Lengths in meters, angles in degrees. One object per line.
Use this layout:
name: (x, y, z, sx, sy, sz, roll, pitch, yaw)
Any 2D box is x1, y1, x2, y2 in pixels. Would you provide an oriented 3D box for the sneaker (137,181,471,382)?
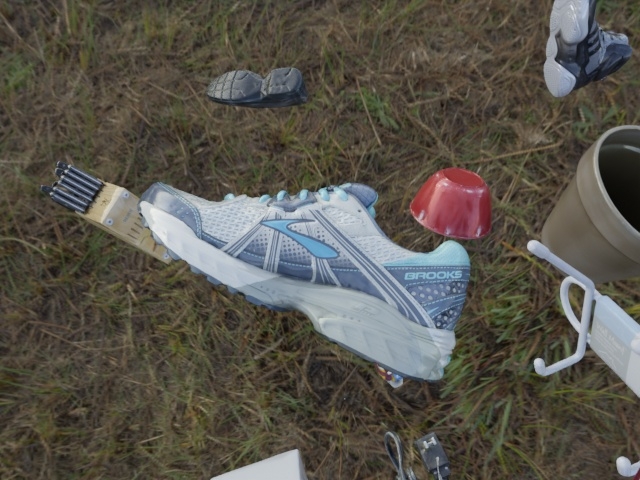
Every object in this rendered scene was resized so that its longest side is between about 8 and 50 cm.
sneaker: (-0.012, 0.004, 0.447, 0.283, 0.110, 0.122, 25, 84, 8)

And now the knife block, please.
knife block: (-0.470, -0.066, 1.205, 0.242, 0.275, 0.088, 17, 73, 41)

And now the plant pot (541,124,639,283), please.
plant pot: (0.653, -0.040, 1.182, 0.323, 0.280, 0.323, 6, 61, -12)

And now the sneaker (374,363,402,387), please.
sneaker: (0.125, 0.193, 0.927, 0.069, 0.185, 0.084, -25, 58, -4)

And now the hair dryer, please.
hair dryer: (0.126, 0.370, 0.611, 0.080, 0.223, 0.293, -24, 66, 18)

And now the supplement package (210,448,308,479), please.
supplement package: (-0.053, 0.431, 0.703, 0.134, 0.139, 0.244, -18, 93, -4)

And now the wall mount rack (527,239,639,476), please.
wall mount rack: (0.406, 0.155, 0.757, 0.130, 0.304, 0.350, -20, 36, -6)

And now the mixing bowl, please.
mixing bowl: (0.291, -0.093, 1.146, 0.181, 0.098, 0.181, 8, 33, -5)

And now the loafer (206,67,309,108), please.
loafer: (-0.101, -0.233, 0.859, 0.170, 0.061, 0.062, 6, 72, 20)

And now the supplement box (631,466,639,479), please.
supplement box: (0.190, 0.255, 0.295, 0.130, 0.073, 0.239, 29, 92, -16)

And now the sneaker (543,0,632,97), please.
sneaker: (0.564, -0.430, 1.115, 0.153, 0.268, 0.101, -14, 52, 1)
